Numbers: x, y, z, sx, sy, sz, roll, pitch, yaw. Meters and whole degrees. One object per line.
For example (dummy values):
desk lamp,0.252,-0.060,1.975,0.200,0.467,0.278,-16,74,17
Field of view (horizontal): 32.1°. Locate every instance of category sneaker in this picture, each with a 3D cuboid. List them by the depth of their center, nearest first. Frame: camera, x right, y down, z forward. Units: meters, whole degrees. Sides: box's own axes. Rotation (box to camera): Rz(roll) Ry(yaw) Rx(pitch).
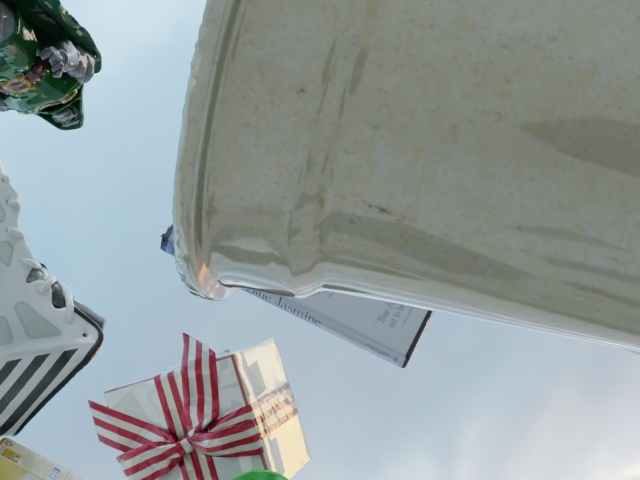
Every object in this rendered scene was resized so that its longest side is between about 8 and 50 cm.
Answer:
sneaker,-0.383,0.022,1.347,0.257,0.169,0.448,13,-103,-26

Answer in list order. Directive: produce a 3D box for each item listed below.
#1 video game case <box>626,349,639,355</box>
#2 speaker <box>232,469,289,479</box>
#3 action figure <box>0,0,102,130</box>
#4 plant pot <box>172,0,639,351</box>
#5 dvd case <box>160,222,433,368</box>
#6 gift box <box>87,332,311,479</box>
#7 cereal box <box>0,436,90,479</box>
video game case,0.445,0.128,1.381,0.143,0.157,0.019,-2,-77,-30
speaker,-0.080,0.473,1.627,0.131,0.131,0.297,-30,-45,-31
action figure,-0.186,-0.111,0.631,0.137,0.063,0.232,-15,-14,9
plant pot,0.123,-0.076,0.632,0.334,0.305,0.334,19,-90,-81
dvd case,0.000,0.000,1.062,0.180,0.253,0.022,-58,-10,-41
gift box,-0.189,0.283,1.750,0.255,0.276,0.258,-23,-2,14
cereal box,-0.304,0.357,1.313,0.173,0.240,0.047,-61,3,22
